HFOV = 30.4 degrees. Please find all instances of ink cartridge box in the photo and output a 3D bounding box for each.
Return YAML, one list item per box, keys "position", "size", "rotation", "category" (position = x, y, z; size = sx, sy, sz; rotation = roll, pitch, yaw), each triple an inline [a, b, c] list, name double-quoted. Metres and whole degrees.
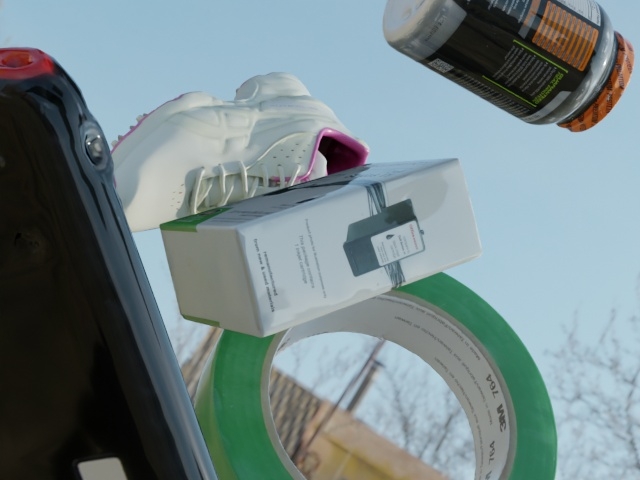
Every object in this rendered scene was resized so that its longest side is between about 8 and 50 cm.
- position: [0.000, 0.000, 0.941]
  size: [0.153, 0.208, 0.086]
  rotation: [2, -72, 60]
  category: "ink cartridge box"

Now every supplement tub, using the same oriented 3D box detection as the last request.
- position: [0.156, -0.170, 0.969]
  size: [0.190, 0.117, 0.117]
  rotation: [26, -14, -21]
  category: "supplement tub"

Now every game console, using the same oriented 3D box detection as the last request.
- position: [-0.181, 0.143, 0.487]
  size: [0.342, 0.060, 0.386]
  rotation: [-13, -75, 20]
  category: "game console"

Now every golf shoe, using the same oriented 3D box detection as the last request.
- position: [-0.073, -0.069, 1.076]
  size: [0.140, 0.306, 0.115]
  rotation: [34, -51, 23]
  category: "golf shoe"

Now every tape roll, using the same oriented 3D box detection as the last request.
- position: [0.050, 0.162, 1.046]
  size: [0.321, 0.321, 0.077]
  rotation: [32, -38, 2]
  category: "tape roll"
